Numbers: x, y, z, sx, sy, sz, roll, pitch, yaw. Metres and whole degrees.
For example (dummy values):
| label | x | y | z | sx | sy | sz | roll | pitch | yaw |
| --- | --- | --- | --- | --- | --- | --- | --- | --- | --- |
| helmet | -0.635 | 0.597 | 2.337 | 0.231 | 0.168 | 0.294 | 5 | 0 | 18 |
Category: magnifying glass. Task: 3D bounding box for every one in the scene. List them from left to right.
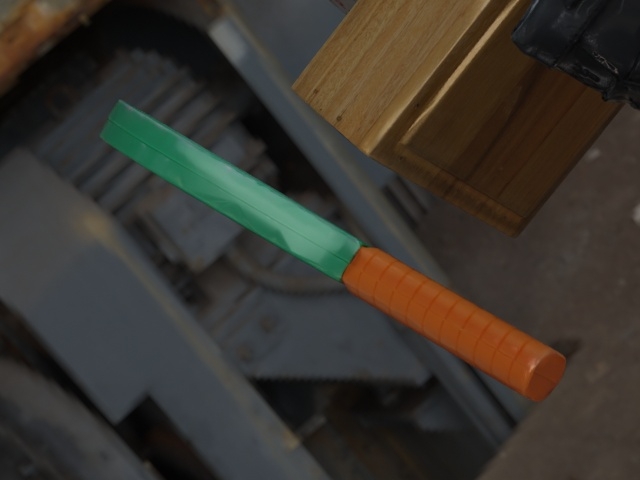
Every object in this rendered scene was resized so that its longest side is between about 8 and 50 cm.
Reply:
| label | x | y | z | sx | sy | sz | roll | pitch | yaw |
| --- | --- | --- | --- | --- | --- | --- | --- | --- | --- |
| magnifying glass | 0.000 | 0.000 | 0.715 | 0.231 | 0.092 | 0.026 | 33 | 92 | 31 |

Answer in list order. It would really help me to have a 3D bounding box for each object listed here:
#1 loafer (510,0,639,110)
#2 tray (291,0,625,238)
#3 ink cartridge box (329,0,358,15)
| label | x | y | z | sx | sy | sz | roll | pitch | yaw |
| --- | --- | --- | --- | --- | --- | --- | --- | --- | --- |
| loafer | 0.110 | -0.140 | 0.458 | 0.076 | 0.078 | 0.223 | -64 | -10 | -70 |
| tray | 0.179 | -0.198 | 0.981 | 0.411 | 0.203 | 0.076 | -51 | 59 | 9 |
| ink cartridge box | 0.040 | -0.216 | 1.175 | 0.092 | 0.160 | 0.219 | -47 | -14 | -4 |
